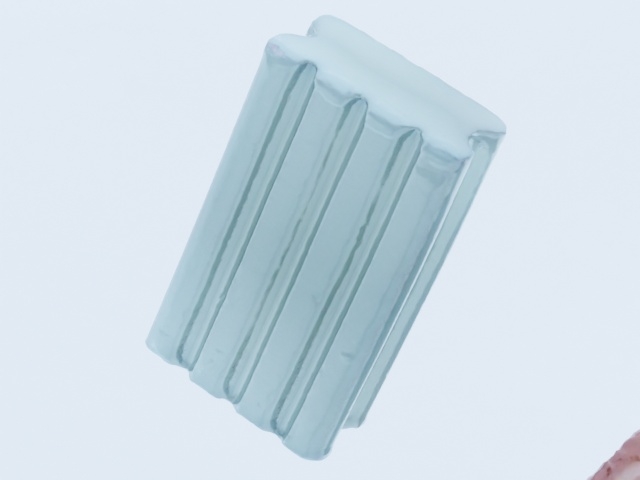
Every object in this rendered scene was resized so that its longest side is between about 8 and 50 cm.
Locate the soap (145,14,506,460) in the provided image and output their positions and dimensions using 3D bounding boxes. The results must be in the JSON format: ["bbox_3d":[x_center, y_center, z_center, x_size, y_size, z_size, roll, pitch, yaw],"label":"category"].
[{"bbox_3d":[0.000,0.000,1.344,0.160,0.265,0.087,33,31,15],"label":"soap"}]

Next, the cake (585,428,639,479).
[{"bbox_3d":[0.299,0.325,1.458,0.319,0.269,0.270,31,66,26],"label":"cake"}]
